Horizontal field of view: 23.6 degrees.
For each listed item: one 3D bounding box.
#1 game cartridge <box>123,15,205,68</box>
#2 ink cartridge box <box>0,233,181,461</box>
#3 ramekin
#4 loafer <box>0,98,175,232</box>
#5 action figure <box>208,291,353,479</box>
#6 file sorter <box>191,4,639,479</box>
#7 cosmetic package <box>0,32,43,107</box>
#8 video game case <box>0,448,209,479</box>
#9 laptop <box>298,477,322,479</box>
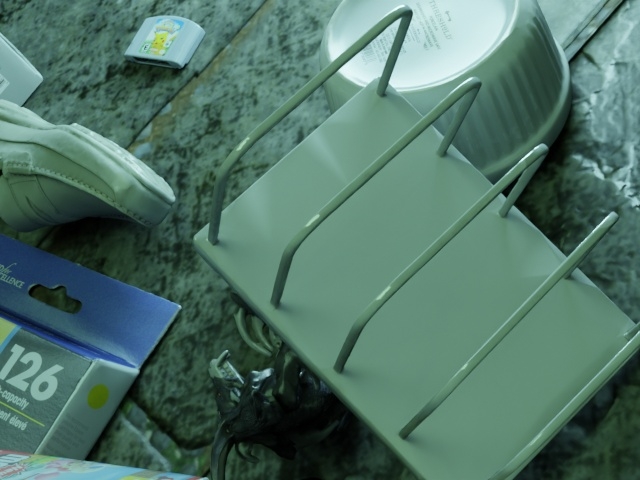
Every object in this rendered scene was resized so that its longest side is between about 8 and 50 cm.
[{"bbox_3d":[-0.159,-0.204,1.567,0.083,0.017,0.056,12,62,38],"label":"game cartridge"},{"bbox_3d":[-0.320,0.135,1.394,0.303,0.072,0.307,18,71,40],"label":"ink cartridge box"},{"bbox_3d":[0.097,-0.143,1.262,0.207,0.109,0.207,-12,48,14],"label":"ramekin"},{"bbox_3d":[-0.256,-0.054,1.465,0.319,0.112,0.111,18,75,49],"label":"loafer"},{"bbox_3d":[-0.003,0.067,1.174,0.275,0.164,0.141,-40,65,-10],"label":"action figure"},{"bbox_3d":[0.080,0.015,1.028,0.193,0.173,0.278,-42,82,-17],"label":"file sorter"},{"bbox_3d":[-0.427,-0.208,1.671,0.238,0.127,0.107,32,80,41],"label":"cosmetic package"},{"bbox_3d":[-0.250,0.197,1.125,0.285,0.204,0.025,0,98,41],"label":"video game case"},{"bbox_3d":[-0.163,0.335,0.989,0.407,0.382,0.236,-17,87,-1],"label":"laptop"}]
